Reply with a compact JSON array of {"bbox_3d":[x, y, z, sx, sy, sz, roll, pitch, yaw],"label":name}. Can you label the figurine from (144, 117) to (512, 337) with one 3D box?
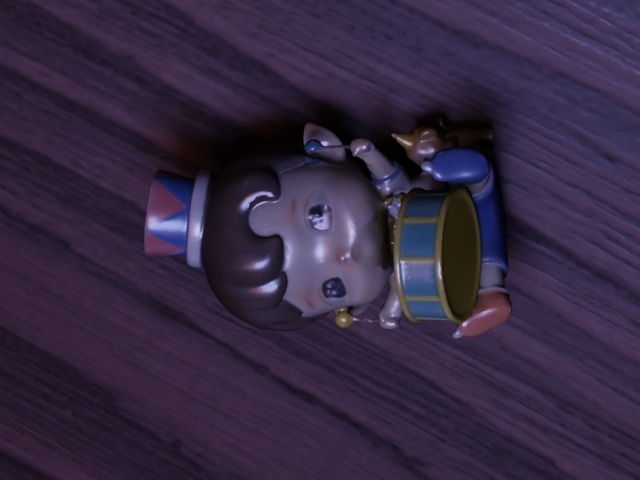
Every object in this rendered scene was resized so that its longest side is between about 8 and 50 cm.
[{"bbox_3d":[0.003,-0.003,1.397,0.275,0.158,0.161,-3,109,25],"label":"figurine"}]
